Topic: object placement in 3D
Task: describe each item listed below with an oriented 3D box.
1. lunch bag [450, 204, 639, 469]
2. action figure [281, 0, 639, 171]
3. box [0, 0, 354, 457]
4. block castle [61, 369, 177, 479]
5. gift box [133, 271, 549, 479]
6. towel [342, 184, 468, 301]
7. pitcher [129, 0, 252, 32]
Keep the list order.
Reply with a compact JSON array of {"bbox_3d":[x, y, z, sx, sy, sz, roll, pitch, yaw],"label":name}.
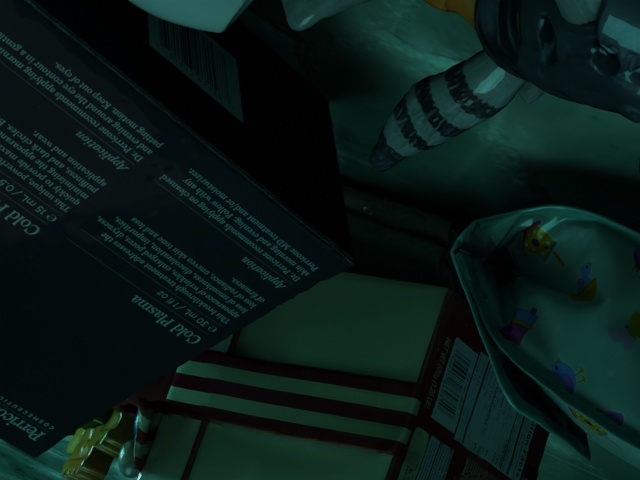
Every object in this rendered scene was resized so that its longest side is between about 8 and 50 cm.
[{"bbox_3d":[0.228,0.086,1.248,0.262,0.160,0.223,27,176,31],"label":"lunch bag"},{"bbox_3d":[0.167,-0.098,0.888,0.341,0.178,0.330,28,170,-27],"label":"action figure"},{"bbox_3d":[-0.207,-0.054,1.192,0.312,0.179,0.343,-32,131,22],"label":"box"},{"bbox_3d":[-0.100,0.198,1.738,0.303,0.213,0.453,30,164,-11],"label":"block castle"},{"bbox_3d":[0.008,0.140,1.379,0.258,0.255,0.276,7,156,37],"label":"gift box"},{"bbox_3d":[0.000,0.000,1.469,0.282,0.049,0.187,19,156,19],"label":"towel"},{"bbox_3d":[-0.099,-0.231,0.989,0.207,0.125,0.178,41,144,-5],"label":"pitcher"}]
